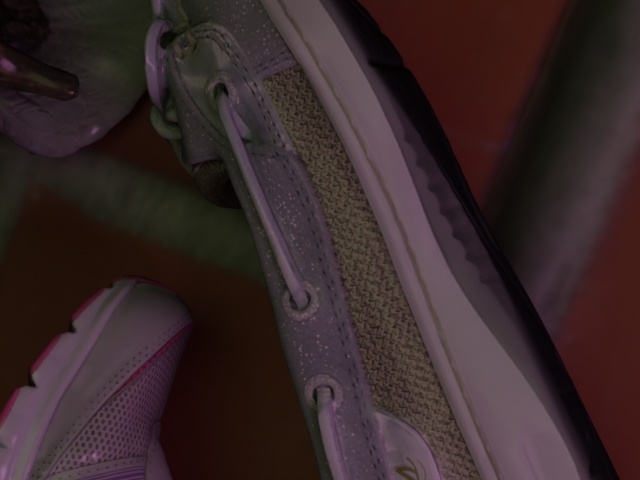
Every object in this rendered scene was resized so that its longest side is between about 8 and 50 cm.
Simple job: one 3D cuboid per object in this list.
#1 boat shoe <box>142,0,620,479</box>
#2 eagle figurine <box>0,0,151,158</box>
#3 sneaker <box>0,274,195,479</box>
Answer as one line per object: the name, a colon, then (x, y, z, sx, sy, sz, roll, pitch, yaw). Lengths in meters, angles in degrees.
boat shoe: (0.001, 0.001, 0.654, 0.103, 0.118, 0.320, -29, 80, 9)
eagle figurine: (-0.236, -0.095, 0.740, 0.298, 0.225, 0.226, -1, 35, 49)
sneaker: (-0.073, 0.139, 0.672, 0.111, 0.103, 0.252, 12, 78, 0)
